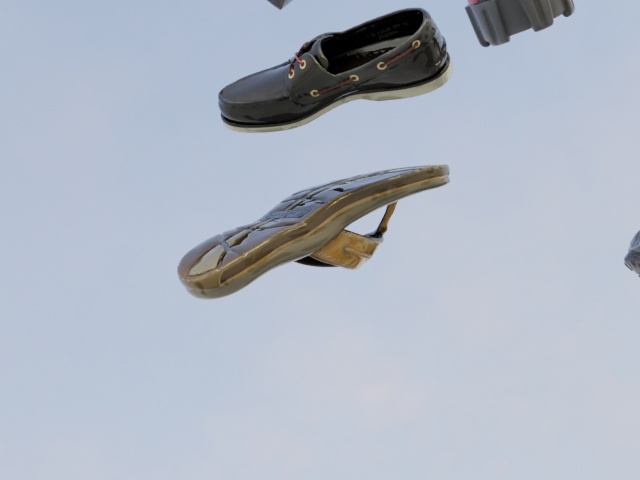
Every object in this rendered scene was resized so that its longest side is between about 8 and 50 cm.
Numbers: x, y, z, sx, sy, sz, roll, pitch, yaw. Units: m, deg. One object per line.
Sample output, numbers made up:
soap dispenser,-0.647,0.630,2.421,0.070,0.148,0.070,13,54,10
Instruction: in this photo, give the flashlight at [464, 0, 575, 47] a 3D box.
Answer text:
flashlight,0.150,-0.344,1.345,0.103,0.103,0.304,-28,-80,-34

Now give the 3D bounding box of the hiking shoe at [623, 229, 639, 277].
hiking shoe,0.337,-0.005,1.236,0.114,0.086,0.227,-50,-8,13

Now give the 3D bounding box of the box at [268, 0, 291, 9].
box,0.014,-0.292,1.250,0.162,0.029,0.116,-44,-17,-28

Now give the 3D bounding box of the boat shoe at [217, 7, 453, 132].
boat shoe,0.003,-0.092,0.749,0.133,0.049,0.042,-13,-48,18

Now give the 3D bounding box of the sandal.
sandal,0.000,0.000,0.784,0.180,0.072,0.049,-28,-73,-33
